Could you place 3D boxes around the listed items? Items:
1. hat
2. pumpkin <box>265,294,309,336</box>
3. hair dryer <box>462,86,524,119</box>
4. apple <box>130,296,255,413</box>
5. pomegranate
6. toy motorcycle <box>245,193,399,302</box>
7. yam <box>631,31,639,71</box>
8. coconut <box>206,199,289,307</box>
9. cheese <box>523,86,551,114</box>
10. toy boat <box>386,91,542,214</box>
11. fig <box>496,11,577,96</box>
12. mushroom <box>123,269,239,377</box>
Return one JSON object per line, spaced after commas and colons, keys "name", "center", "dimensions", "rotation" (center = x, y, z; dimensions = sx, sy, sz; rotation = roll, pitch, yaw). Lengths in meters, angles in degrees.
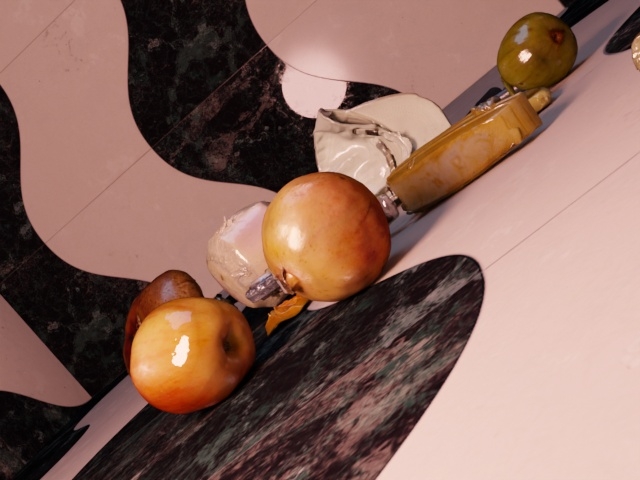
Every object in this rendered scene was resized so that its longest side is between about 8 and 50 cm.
{"name": "hat", "center": [0.138, -0.173, 1.731], "dimensions": [0.301, 0.258, 0.168], "rotation": [-22, -17, 7]}
{"name": "pumpkin", "center": [-0.062, 0.121, 1.429], "dimensions": [0.101, 0.035, 0.073], "rotation": [-41, 2, 20]}
{"name": "hair dryer", "center": [0.407, -0.314, 1.783], "dimensions": [0.194, 0.050, 0.173], "rotation": [-30, 13, 46]}
{"name": "apple", "center": [-0.185, 0.164, 1.215], "dimensions": [0.199, 0.199, 0.199], "rotation": [-40, 5, 4]}
{"name": "pomegranate", "center": [0.004, -0.004, 1.166], "dimensions": [0.191, 0.191, 0.191], "rotation": [-40, 5, 4]}
{"name": "toy motorcycle", "center": [0.009, 0.013, 1.467], "dimensions": [0.223, 0.108, 0.340], "rotation": [-33, 0, -39]}
{"name": "yam", "center": [0.444, -0.273, 0.996], "dimensions": [0.274, 0.061, 0.061], "rotation": [-41, 4, -41]}
{"name": "coconut", "center": [-0.116, 0.020, 1.734], "dimensions": [0.234, 0.224, 0.224], "rotation": [-54, 9, -18]}
{"name": "cheese", "center": [0.367, -0.244, 1.450], "dimensions": [0.086, 0.036, 0.162], "rotation": [-37, 6, 23]}
{"name": "toy boat", "center": [0.216, -0.136, 1.305], "dimensions": [0.310, 0.089, 0.115], "rotation": [-36, 3, 42]}
{"name": "fig", "center": [0.396, -0.349, 1.556], "dimensions": [0.186, 0.147, 0.142], "rotation": [11, 81, 67]}
{"name": "mushroom", "center": [-0.286, 0.192, 1.687], "dimensions": [0.254, 0.267, 0.267], "rotation": [-6, 1, -7]}
